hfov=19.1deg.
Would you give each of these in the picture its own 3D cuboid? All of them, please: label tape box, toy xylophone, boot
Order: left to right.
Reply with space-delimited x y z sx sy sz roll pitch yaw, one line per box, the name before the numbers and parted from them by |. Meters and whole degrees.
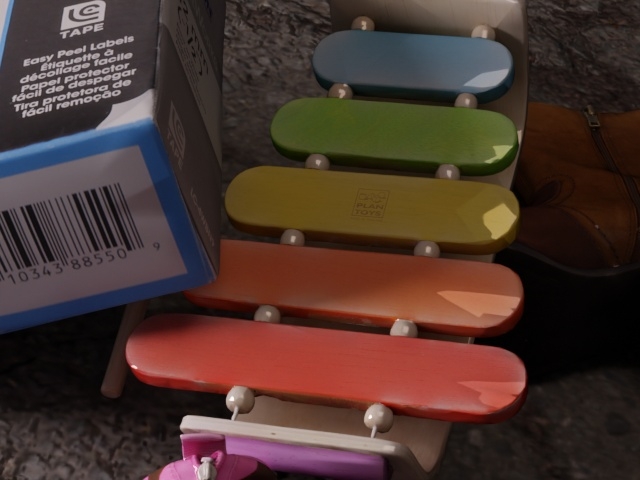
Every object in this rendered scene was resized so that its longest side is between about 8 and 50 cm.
label tape box | -0.186 -0.090 1.062 0.249 0.115 0.347 -14 38 8
toy xylophone | 0.000 0.000 1.016 0.236 0.081 0.322 -1 53 12
boot | 0.134 -0.031 1.199 0.264 0.096 0.280 0 32 -5

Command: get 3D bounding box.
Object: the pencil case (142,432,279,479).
pencil case | -0.035 0.186 0.832 0.095 0.098 0.209 -1 39 -21
